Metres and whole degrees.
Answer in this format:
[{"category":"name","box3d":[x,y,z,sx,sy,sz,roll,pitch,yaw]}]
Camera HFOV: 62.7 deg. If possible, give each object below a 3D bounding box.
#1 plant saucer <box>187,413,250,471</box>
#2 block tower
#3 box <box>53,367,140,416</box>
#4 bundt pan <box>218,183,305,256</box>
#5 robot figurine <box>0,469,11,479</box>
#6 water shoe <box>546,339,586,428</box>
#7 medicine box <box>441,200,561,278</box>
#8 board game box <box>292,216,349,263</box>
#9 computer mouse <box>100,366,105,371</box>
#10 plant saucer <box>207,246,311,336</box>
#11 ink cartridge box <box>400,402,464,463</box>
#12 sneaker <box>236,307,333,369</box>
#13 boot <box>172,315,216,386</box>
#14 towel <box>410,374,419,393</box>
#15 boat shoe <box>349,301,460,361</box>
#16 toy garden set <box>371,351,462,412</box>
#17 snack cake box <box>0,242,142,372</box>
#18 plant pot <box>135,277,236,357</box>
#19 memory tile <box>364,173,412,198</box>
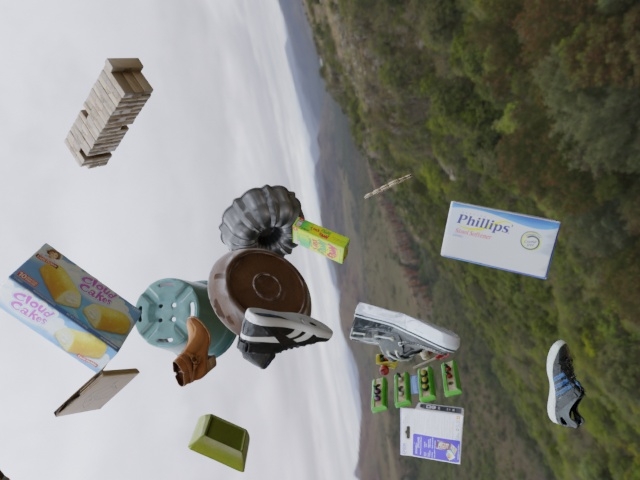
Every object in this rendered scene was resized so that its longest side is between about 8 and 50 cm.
[{"category":"plant saucer","box3d":[-0.305,0.621,1.651,0.045,0.188,0.188,-62,6,9]},{"category":"block tower","box3d":[-0.544,-0.313,1.337,0.097,0.335,0.091,55,-141,6]},{"category":"box","box3d":[-0.614,0.418,1.457,0.021,0.164,0.201,47,178,14]},{"category":"bundt pan","box3d":[-0.195,-0.036,1.912,0.124,0.330,0.331,56,165,41]},{"category":"robot figurine","box3d":[-0.564,0.341,0.729,0.291,0.211,0.085,51,-179,-21]},{"category":"water shoe","box3d":[0.578,0.332,1.218,0.080,0.072,0.203,7,104,52]},{"category":"medicine box","box3d":[0.484,-0.010,1.422,0.289,0.263,0.149,-10,-69,-70]},{"category":"board game box","box3d":[0.000,0.000,1.675,0.043,0.181,0.092,-58,-16,-32]},{"category":"computer mouse","box3d":[-0.615,0.271,1.457,0.106,0.042,0.193,-15,84,55]},{"category":"plant saucer","box3d":[-0.152,0.136,1.439,0.050,0.310,0.311,-51,39,41]},{"category":"ink cartridge box","box3d":[0.376,0.651,1.784,0.045,0.208,0.207,-56,-34,-65]},{"category":"sneaker","box3d":[-0.083,0.219,1.123,0.079,0.216,0.121,34,104,56]},{"category":"boot","box3d":[-0.413,0.349,1.659,0.152,0.072,0.197,-24,-87,-56]},{"category":"towel","box3d":[0.351,0.523,1.911,0.029,0.119,0.067,17,-116,-59]},{"category":"boat shoe","box3d":[0.199,0.242,1.289,0.335,0.121,0.119,7,76,57]},{"category":"toy garden set","box3d":[0.253,0.359,1.451,0.204,0.244,0.049,-77,-36,-61]},{"category":"snack cake box","box3d":[-0.542,0.145,1.143,0.264,0.089,0.152,41,-157,-17]},{"category":"plant pot","box3d":[-0.525,0.296,2.026,0.334,0.340,0.342,53,-156,-73]},{"category":"memory tile","box3d":[0.216,-0.174,1.676,0.148,0.113,0.012,-25,89,48]}]
